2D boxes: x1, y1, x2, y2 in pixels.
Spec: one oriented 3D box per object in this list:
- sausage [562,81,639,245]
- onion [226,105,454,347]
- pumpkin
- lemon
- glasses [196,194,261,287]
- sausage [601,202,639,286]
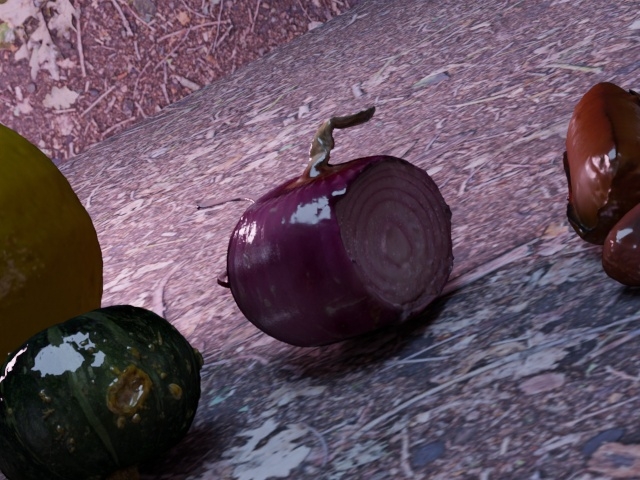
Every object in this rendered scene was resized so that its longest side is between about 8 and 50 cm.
[{"bbox_3d":[0.271,-0.077,1.499,0.102,0.102,0.330,-21,13,14],"label":"sausage"},{"bbox_3d":[0.007,0.012,1.473,0.200,0.200,0.207,-17,37,28],"label":"onion"},{"bbox_3d":[-0.189,0.136,1.371,0.190,0.146,0.190,-44,-8,-7],"label":"pumpkin"},{"bbox_3d":[-0.415,0.060,1.631,0.364,0.364,0.364,-23,14,6],"label":"lemon"},{"bbox_3d":[-0.028,-0.016,1.789,0.162,0.095,0.255,-22,14,-27],"label":"glasses"},{"bbox_3d":[0.264,-0.001,1.303,0.094,0.054,0.059,-34,57,-29],"label":"sausage"}]
